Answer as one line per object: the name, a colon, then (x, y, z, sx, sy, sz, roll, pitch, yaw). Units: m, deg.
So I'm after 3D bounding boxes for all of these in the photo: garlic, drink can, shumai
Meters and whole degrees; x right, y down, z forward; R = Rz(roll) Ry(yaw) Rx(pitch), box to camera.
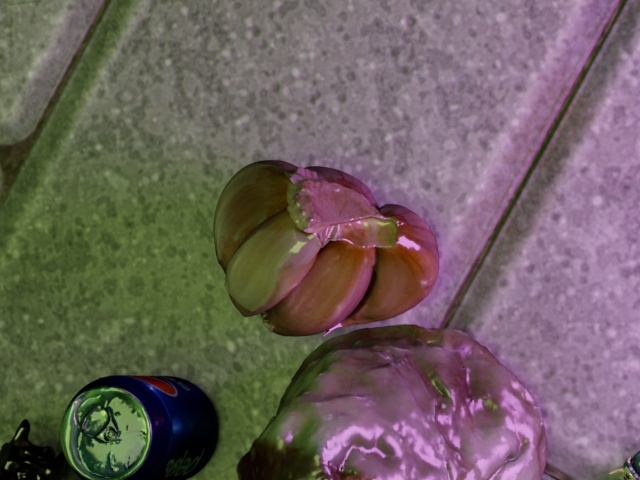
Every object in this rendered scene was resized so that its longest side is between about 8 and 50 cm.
garlic: (0.000, 0.000, 1.794, 0.191, 0.214, 0.160, -51, 49, 41)
drink can: (-0.184, 0.195, 1.798, 0.118, 0.205, 0.118, -1, 86, 13)
shumai: (0.059, 0.232, 1.708, 0.304, 0.263, 0.309, -24, 81, 13)

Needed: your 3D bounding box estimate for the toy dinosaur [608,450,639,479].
toy dinosaur: (0.328, 0.218, 1.751, 0.083, 0.047, 0.030, -36, 78, 11)

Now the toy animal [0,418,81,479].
toy animal: (-0.252, 0.278, 1.889, 0.210, 0.121, 0.117, 40, 52, -3)
